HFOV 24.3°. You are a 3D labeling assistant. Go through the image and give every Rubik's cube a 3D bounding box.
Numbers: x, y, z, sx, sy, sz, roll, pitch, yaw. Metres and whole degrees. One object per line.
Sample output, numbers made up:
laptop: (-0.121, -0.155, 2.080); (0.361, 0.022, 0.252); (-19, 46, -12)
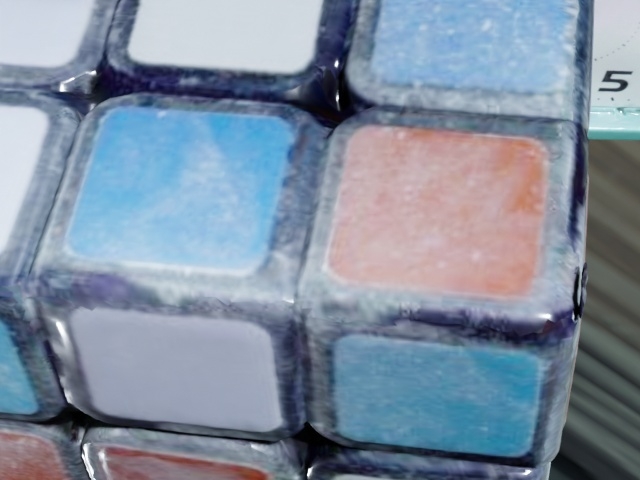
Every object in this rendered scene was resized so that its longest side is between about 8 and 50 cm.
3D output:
Rubik's cube: (-0.033, -0.011, 0.825); (0.359, 0.363, 0.362); (87, -166, -55)

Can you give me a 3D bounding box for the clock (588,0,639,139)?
clock: (0.173, -0.179, 1.050); (0.231, 0.262, 0.116); (101, 166, -53)
